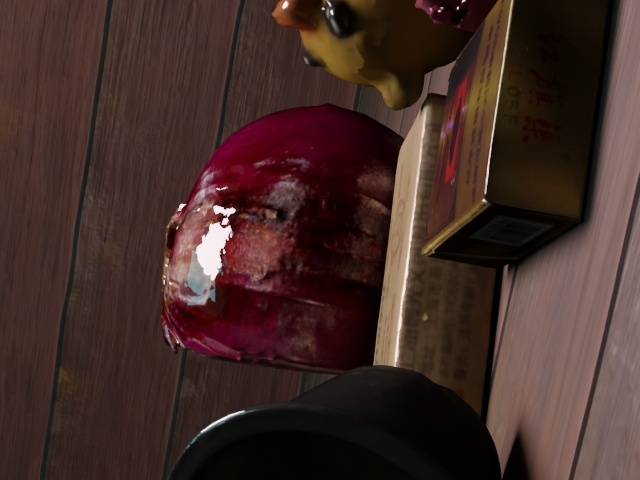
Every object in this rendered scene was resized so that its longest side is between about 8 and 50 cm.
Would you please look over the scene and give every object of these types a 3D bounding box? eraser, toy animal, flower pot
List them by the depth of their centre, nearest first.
[{"bbox_3d":[0.032,0.176,0.973,0.148,0.235,0.235,-46,-28,-56],"label":"flower pot"},{"bbox_3d":[0.091,0.065,1.194,0.144,0.078,0.343,107,171,-72],"label":"eraser"},{"bbox_3d":[0.042,-0.241,1.219,0.195,0.169,0.281,136,135,-66],"label":"toy animal"}]

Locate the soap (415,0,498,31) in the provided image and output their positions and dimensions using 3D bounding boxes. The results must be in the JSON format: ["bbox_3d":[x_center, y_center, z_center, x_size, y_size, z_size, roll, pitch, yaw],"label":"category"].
[{"bbox_3d":[0.143,-0.289,1.075,0.182,0.112,0.289,-82,0,-85],"label":"soap"}]

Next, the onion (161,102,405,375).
[{"bbox_3d":[0.000,0.000,1.422,0.336,0.282,0.260,18,-96,-79],"label":"onion"}]

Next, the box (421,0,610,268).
[{"bbox_3d":[0.128,-0.074,1.019,0.240,0.071,0.159,124,154,-81],"label":"box"}]
